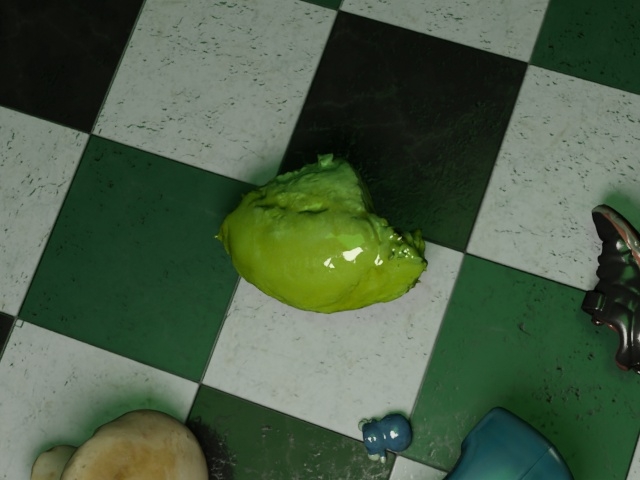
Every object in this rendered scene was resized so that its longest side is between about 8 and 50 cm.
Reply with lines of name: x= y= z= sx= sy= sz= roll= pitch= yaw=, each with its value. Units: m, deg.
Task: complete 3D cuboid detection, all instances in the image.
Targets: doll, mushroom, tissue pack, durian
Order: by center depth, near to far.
tissue pack: x=0.253 y=0.411 z=1.661 sx=0.206 sy=0.198 sz=0.287 roll=41 pitch=83 yaw=16
mushroom: x=-0.335 y=0.400 z=1.723 sx=0.290 sy=0.292 sz=0.292 roll=6 pitch=78 yaw=26
doll: x=0.108 y=0.318 z=1.781 sx=0.083 sy=0.050 sz=0.076 roll=-17 pitch=80 yaw=2
durian: x=0.000 y=0.000 z=1.803 sx=0.339 sy=0.204 sz=0.256 roll=-19 pitch=61 yaw=12

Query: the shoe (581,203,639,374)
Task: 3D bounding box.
shoe: x=0.483 y=0.084 z=1.759 sx=0.137 sy=0.114 sz=0.291 roll=-24 pitch=65 yaw=21
